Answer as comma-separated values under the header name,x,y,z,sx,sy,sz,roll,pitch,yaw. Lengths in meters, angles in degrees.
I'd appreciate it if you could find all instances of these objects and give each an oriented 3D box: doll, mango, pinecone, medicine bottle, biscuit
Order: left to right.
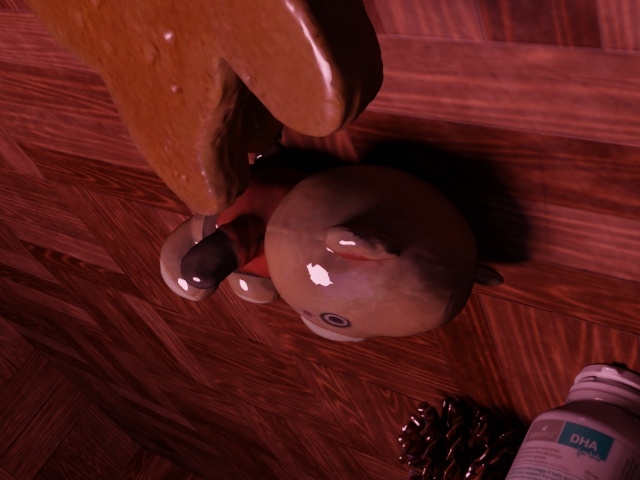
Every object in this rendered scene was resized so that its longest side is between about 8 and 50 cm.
name,x,y,z,sx,sy,sz,roll,pitch,yaw
biscuit,-0.112,-0.193,0.597,0.368,0.076,0.394,51,154,4
mango,-0.078,-0.132,0.748,0.080,0.060,0.114,-17,116,50
doll,0.000,0.000,0.779,0.330,0.174,0.235,11,176,43
pinecone,0.175,0.280,1.061,0.165,0.163,0.163,32,160,48
medicine bottle,0.260,0.233,0.801,0.135,0.215,0.135,27,153,15
